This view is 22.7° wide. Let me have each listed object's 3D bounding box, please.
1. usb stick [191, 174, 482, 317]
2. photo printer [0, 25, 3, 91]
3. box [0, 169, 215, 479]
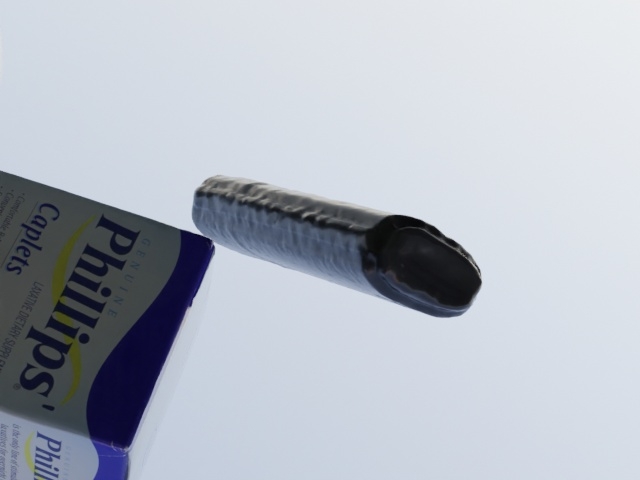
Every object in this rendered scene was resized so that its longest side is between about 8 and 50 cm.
[{"bbox_3d":[0.000,0.000,0.918,0.077,0.045,0.278,32,173,-25],"label":"usb stick"},{"bbox_3d":[-0.347,-0.216,1.145,0.307,0.107,0.256,46,-163,-43],"label":"photo printer"},{"bbox_3d":[-0.130,0.042,0.701,0.137,0.072,0.126,18,-132,2],"label":"box"}]
